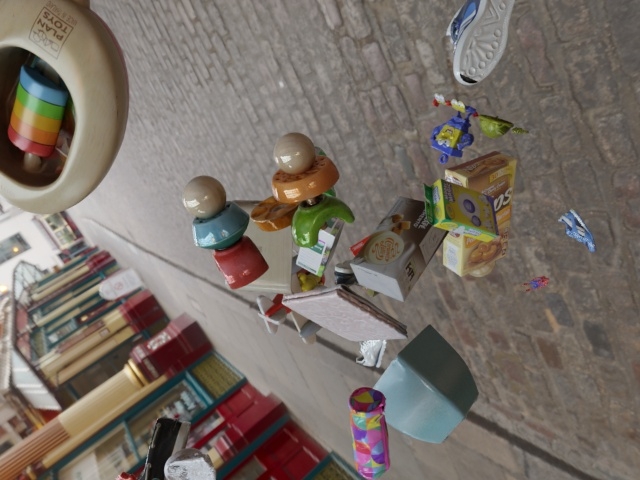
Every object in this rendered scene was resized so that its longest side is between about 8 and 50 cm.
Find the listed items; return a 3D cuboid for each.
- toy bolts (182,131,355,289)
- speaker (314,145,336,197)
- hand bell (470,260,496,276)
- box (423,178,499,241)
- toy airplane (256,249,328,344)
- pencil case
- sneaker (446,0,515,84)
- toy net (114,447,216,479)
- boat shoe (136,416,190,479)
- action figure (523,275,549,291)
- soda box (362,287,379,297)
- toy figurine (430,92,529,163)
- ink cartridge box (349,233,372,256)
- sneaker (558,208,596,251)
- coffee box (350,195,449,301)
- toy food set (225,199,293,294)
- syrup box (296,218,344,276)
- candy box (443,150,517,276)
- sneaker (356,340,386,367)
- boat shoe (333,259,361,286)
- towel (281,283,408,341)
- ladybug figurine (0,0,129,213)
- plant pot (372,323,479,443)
[{"bbox_3d":[-0.100,-0.064,0.715,0.218,0.228,0.159,27,145,55],"label":"toy bolts"},{"bbox_3d":[-0.015,-0.249,1.895,0.131,0.131,0.297,84,177,-47],"label":"speaker"},{"bbox_3d":[0.536,0.054,1.701,0.126,0.126,0.242,37,-168,37],"label":"hand bell"},{"bbox_3d":[0.306,-0.068,1.032,0.043,0.179,0.105,136,141,-54],"label":"box"},{"bbox_3d":[-0.091,0.243,2.047,0.272,0.385,0.386,-1,163,29],"label":"toy airplane"},{"bbox_3d":[0.128,0.495,1.208,0.104,0.104,0.237,23,127,51],"label":"pencil case"},{"bbox_3d":[0.448,-0.591,1.407,0.130,0.323,0.236,20,179,-10],"label":"sneaker"},{"bbox_3d":[-0.238,0.370,0.732,0.122,0.045,0.232,40,117,-6],"label":"toy net"},{"bbox_3d":[-0.412,0.599,1.168,0.091,0.303,0.114,13,150,-1],"label":"boat shoe"},{"bbox_3d":[0.763,0.152,1.656,0.115,0.030,0.038,130,130,-62],"label":"action figure"},{"bbox_3d":[0.255,0.152,1.852,0.058,0.181,0.061,43,141,31],"label":"soda box"},{"bbox_3d":[0.512,-0.358,1.669,0.362,0.191,0.217,45,116,47],"label":"toy figurine"},{"bbox_3d":[0.300,0.070,2.147,0.239,0.275,0.060,58,-166,3],"label":"ink cartridge box"},{"bbox_3d":[0.778,-0.024,1.421,0.053,0.059,0.144,10,-130,-64],"label":"sneaker"},{"bbox_3d":[0.206,0.015,1.192,0.141,0.247,0.098,20,150,38],"label":"coffee box"},{"bbox_3d":[-0.189,0.023,1.528,0.092,0.219,0.307,-29,-58,-80],"label":"toy food set"},{"bbox_3d":[0.000,0.000,1.400,0.093,0.096,0.237,27,148,7],"label":"syrup box"},{"bbox_3d":[0.446,-0.072,1.331,0.087,0.182,0.317,41,146,50],"label":"candy box"},{"bbox_3d":[0.202,0.395,1.828,0.090,0.094,0.235,-79,-3,-66],"label":"sneaker"},{"bbox_3d":[0.113,0.118,1.619,0.095,0.254,0.079,13,97,18],"label":"boat shoe"},{"bbox_3d":[0.080,0.251,1.585,0.331,0.054,0.316,34,150,-26],"label":"towel"},{"bbox_3d":[-0.500,-0.253,0.889,0.305,0.162,0.449,37,119,-6],"label":"ladybug figurine"},{"bbox_3d":[0.330,0.463,1.449,0.252,0.247,0.248,39,123,22],"label":"plant pot"}]
